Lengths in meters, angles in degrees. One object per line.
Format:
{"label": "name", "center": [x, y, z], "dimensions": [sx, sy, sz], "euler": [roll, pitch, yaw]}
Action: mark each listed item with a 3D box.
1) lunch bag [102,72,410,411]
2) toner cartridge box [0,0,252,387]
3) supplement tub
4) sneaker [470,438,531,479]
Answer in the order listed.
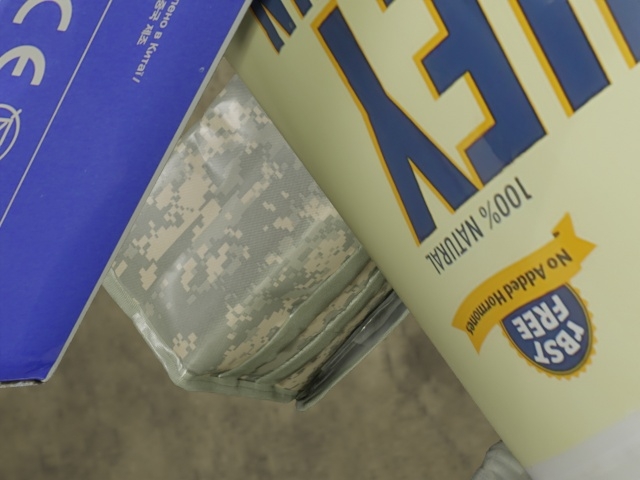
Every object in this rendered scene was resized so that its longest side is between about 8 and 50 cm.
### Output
{"label": "lunch bag", "center": [0.000, 0.000, 1.238], "dimensions": [0.235, 0.287, 0.169], "euler": [-47, 64, 12]}
{"label": "toner cartridge box", "center": [-0.055, -0.154, 0.336], "dimensions": [0.165, 0.075, 0.348], "euler": [41, 110, 29]}
{"label": "supplement tub", "center": [0.114, -0.055, 0.487], "dimensions": [0.325, 0.235, 0.235], "euler": [54, 130, 7]}
{"label": "sneaker", "center": [0.076, 0.135, 0.555], "dimensions": [0.085, 0.237, 0.086], "euler": [2, 102, 14]}
